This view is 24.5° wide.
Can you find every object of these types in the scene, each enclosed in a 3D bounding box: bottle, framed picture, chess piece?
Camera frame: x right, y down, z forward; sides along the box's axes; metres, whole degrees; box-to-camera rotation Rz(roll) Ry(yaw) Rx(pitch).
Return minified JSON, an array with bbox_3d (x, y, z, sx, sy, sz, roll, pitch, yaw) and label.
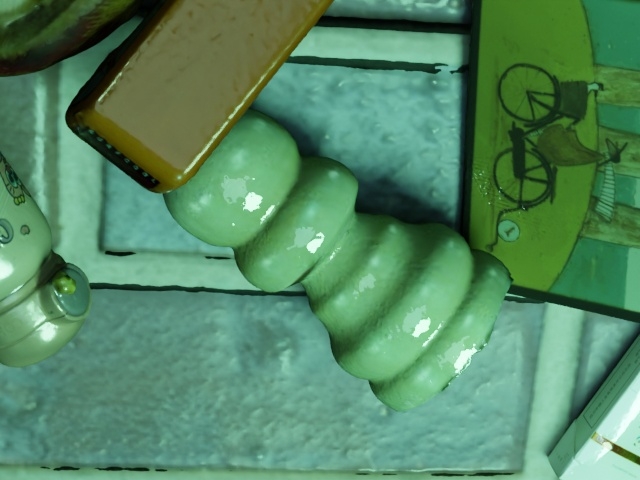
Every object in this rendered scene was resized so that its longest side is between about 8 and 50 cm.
[{"bbox_3d":[-0.234,-0.011,0.996,0.110,0.097,0.209,-16,118,35],"label":"bottle"},{"bbox_3d":[0.248,-0.047,0.991,0.323,0.013,0.244,13,119,25],"label":"framed picture"},{"bbox_3d":[0.000,0.000,1.028,0.243,0.133,0.133,37,103,-11],"label":"chess piece"}]

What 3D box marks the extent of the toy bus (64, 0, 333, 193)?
[{"bbox_3d":[-0.005,-0.206,0.922,0.093,0.092,0.409,38,91,-15],"label":"toy bus"}]

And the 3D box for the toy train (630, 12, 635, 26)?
[{"bbox_3d":[0.327,-0.145,1.021,0.248,0.101,0.159,-11,122,-3],"label":"toy train"}]

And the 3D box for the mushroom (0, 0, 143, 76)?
[{"bbox_3d":[-0.214,-0.219,0.888,0.253,0.153,0.253,-2,113,-4],"label":"mushroom"}]

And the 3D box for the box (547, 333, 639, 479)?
[{"bbox_3d":[0.258,0.137,1.151,0.084,0.040,0.154,28,107,-19],"label":"box"}]
